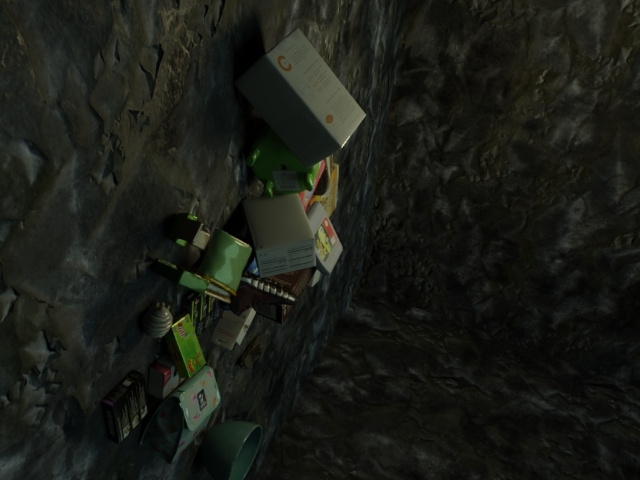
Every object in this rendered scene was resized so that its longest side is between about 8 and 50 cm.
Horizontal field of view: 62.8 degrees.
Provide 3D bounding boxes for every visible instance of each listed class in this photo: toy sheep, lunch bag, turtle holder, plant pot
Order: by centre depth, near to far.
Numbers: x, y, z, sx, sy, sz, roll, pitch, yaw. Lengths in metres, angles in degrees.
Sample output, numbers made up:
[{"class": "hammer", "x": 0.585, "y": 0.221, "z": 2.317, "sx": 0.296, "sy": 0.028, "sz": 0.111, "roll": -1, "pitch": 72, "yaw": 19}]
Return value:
[{"class": "toy sheep", "x": -0.468, "y": 0.229, "z": 1.509, "sx": 0.091, "sy": 0.091, "sz": 0.132, "roll": -44, "pitch": 155, "yaw": -59}, {"class": "lunch bag", "x": -0.457, "y": 0.570, "z": 1.764, "sx": 0.262, "sy": 0.160, "sz": 0.223, "roll": -65, "pitch": 169, "yaw": 20}, {"class": "turtle holder", "x": -0.134, "y": -0.323, "z": 1.811, "sx": 0.320, "sy": 0.243, "sz": 0.227, "roll": 46, "pitch": 38, "yaw": -29}, {"class": "plant pot", "x": -0.411, "y": 0.915, "z": 2.299, "sx": 0.290, "sy": 0.196, "sz": 0.290, "roll": 19, "pitch": 90, "yaw": -75}]

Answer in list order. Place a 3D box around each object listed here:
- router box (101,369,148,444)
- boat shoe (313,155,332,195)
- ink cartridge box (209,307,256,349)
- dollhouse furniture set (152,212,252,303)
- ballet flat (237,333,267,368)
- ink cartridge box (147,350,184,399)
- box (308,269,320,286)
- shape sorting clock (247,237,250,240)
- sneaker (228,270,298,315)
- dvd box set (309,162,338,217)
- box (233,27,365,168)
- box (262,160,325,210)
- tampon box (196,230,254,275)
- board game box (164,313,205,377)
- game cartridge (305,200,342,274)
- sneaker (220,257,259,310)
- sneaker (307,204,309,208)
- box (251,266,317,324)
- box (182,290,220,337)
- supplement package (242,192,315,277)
[{"class": "router box", "x": -0.569, "y": 0.488, "z": 1.537, "sx": 0.133, "sy": 0.046, "sz": 0.178, "roll": -50, "pitch": 154, "yaw": -52}, {"class": "boat shoe", "x": 0.008, "y": -0.360, "z": 2.359, "sx": 0.355, "sy": 0.133, "sz": 0.130, "roll": 95, "pitch": 21, "yaw": -44}, {"class": "ink cartridge box", "x": -0.340, "y": 0.332, "z": 2.027, "sx": 0.061, "sy": 0.104, "sz": 0.181, "roll": 74, "pitch": 38, "yaw": -64}, {"class": "dollhouse furniture set", "x": -0.300, "y": 0.067, "z": 1.539, "sx": 0.302, "sy": 0.151, "sz": 0.197, "roll": 32, "pitch": 77, "yaw": -45}, {"class": "ballet flat", "x": -0.317, "y": 0.516, "z": 2.434, "sx": 0.084, "sy": 0.058, "sz": 0.250, "roll": 65, "pitch": 25, "yaw": -15}, {"class": "ink cartridge box", "x": -0.488, "y": 0.423, "z": 1.705, "sx": 0.150, "sy": 0.063, "sz": 0.109, "roll": -42, "pitch": 148, "yaw": -60}, {"class": "box", "x": -0.087, "y": 0.127, "z": 2.530, "sx": 0.091, "sy": 0.171, "sz": 0.130, "roll": -40, "pitch": 146, "yaw": -62}, {"class": "shape sorting clock", "x": -0.203, "y": 0.005, "z": 2.077, "sx": 0.206, "sy": 0.040, "sz": 0.206, "roll": -27, "pitch": 146, "yaw": -20}, {"class": "sneaker", "x": -0.231, "y": 0.215, "z": 1.906, "sx": 0.162, "sy": 0.282, "sz": 0.106, "roll": -62, "pitch": -161, "yaw": 9}, {"class": "dvd box set", "x": -0.021, "y": -0.155, "z": 2.628, "sx": 0.307, "sy": 0.062, "sz": 0.420, "roll": 93, "pitch": 22, "yaw": -47}, {"class": "box", "x": -0.056, "y": -0.435, "z": 1.620, "sx": 0.168, "sy": 0.345, "sz": 0.215, "roll": -24, "pitch": -156, "yaw": 44}, {"class": "box", "x": -0.105, "y": -0.231, "z": 2.097, "sx": 0.154, "sy": 0.142, "sz": 0.299, "roll": 67, "pitch": 44, "yaw": -69}, {"class": "tampon box", "x": -0.317, "y": 0.068, "z": 1.765, "sx": 0.101, "sy": 0.121, "sz": 0.161, "roll": 90, "pitch": 25, "yaw": -46}, {"class": "board game box", "x": -0.435, "y": 0.336, "z": 1.674, "sx": 0.092, "sy": 0.043, "sz": 0.181, "roll": -41, "pitch": 118, "yaw": -61}, {"class": "game cartridge", "x": 0.000, "y": 0.000, "z": 2.289, "sx": 0.196, "sy": 0.060, "sz": 0.294, "roll": -57, "pitch": 132, "yaw": -39}, {"class": "sneaker", "x": -0.284, "y": 0.113, "z": 1.974, "sx": 0.147, "sy": 0.130, "sz": 0.330, "roll": 44, "pitch": 73, "yaw": -39}, {"class": "sneaker", "x": -0.125, "y": -0.097, "z": 2.248, "sx": 0.319, "sy": 0.112, "sz": 0.131, "roll": -53, "pitch": 153, "yaw": -46}, {"class": "box", "x": -0.163, "y": 0.162, "z": 2.282, "sx": 0.143, "sy": 0.191, "sz": 0.381, "roll": 94, "pitch": 22, "yaw": -46}, {"class": "box", "x": -0.407, "y": 0.231, "z": 1.797, "sx": 0.184, "sy": 0.045, "sz": 0.190, "roll": -44, "pitch": 150, "yaw": -54}, {"class": "supplement package", "x": -0.146, "y": -0.029, "z": 1.844, "sx": 0.145, "sy": 0.204, "sz": 0.261, "roll": 88, "pitch": -15, "yaw": -47}]
